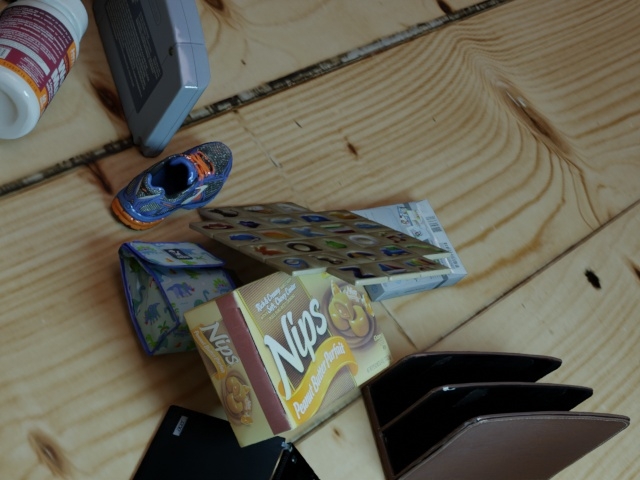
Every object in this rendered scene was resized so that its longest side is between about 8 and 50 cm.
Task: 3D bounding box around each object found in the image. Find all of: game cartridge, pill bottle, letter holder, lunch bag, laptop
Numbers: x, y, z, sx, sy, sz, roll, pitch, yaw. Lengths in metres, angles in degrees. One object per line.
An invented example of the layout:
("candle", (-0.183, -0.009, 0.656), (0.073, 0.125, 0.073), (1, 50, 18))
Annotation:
("game cartridge", (-0.242, -0.294, 1.886), (0.062, 0.198, 0.297), (1, 59, -38))
("pill bottle", (-0.399, -0.247, 1.786), (0.121, 0.121, 0.221), (33, 44, -13))
("letter holder", (0.252, 0.230, 1.853), (0.302, 0.214, 0.152), (5, 56, -35))
("lunch bag", (-0.185, 0.064, 1.734), (0.129, 0.096, 0.151), (0, 52, -46))
("laptop", (-0.104, 0.364, 1.626), (0.264, 0.137, 0.234), (56, 37, -28))

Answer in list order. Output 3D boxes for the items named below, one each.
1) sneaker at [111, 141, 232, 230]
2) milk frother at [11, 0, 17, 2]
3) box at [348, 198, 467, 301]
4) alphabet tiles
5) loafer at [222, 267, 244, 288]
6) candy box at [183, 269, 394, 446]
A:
("sneaker", (-0.190, -0.086, 1.848), (0.083, 0.087, 0.221), (48, 43, 2))
("milk frother", (-0.394, -0.408, 1.895), (0.135, 0.143, 0.129), (33, 51, -16))
("box", (0.125, 0.013, 2.051), (0.186, 0.038, 0.145), (-10, 65, -43))
("alphabet tiles", (0.000, 0.000, 1.819), (0.285, 0.011, 0.343), (-6, 21, -40))
("loafer", (-0.105, 0.093, 1.800), (0.050, 0.056, 0.148), (-24, 75, -39))
("candy box", (-0.032, 0.128, 1.721), (0.316, 0.088, 0.182), (-22, 88, -61))
